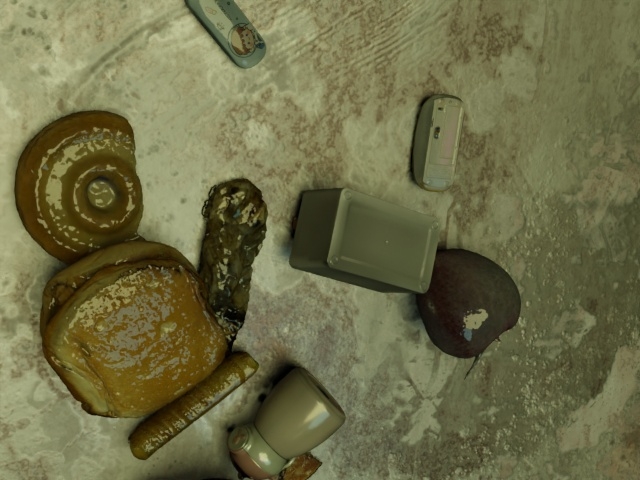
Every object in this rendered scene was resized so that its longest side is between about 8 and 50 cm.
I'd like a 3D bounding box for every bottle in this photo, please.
[{"bbox_3d":[-0.080,0.376,1.663,0.236,0.147,0.147,-42,115,-1],"label":"bottle"}]

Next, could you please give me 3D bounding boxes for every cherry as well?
[{"bbox_3d":[0.305,0.134,1.748,0.213,0.184,0.266,-34,101,-29],"label":"cherry"}]

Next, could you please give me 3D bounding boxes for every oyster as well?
[{"bbox_3d":[-0.163,0.054,1.592,0.129,0.079,0.344,2,98,-33],"label":"oyster"}]

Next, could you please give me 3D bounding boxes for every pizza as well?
[{"bbox_3d":[-0.042,0.472,1.763,0.099,0.029,0.100,4,103,-33],"label":"pizza"}]

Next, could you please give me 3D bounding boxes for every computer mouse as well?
[{"bbox_3d":[0.242,-0.199,1.720,0.102,0.045,0.198,2,101,-23],"label":"computer mouse"}]

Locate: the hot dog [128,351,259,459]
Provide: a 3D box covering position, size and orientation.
[{"bbox_3d":[-0.244,0.309,1.609,0.289,0.083,0.068,-36,94,-13],"label":"hot dog"}]

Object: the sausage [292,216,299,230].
[{"bbox_3d":[0.000,0.000,1.667,0.147,0.035,0.030,38,103,-27],"label":"sausage"}]

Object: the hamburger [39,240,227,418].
[{"bbox_3d":[-0.321,0.155,1.452,0.284,0.174,0.304,-27,134,-12],"label":"hamburger"}]

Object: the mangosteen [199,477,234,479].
[{"bbox_3d":[-0.233,0.583,1.561,0.360,0.306,0.306,24,91,-6],"label":"mangosteen"}]

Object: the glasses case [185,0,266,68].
[{"bbox_3d":[-0.167,-0.385,1.497,0.067,0.045,0.178,-44,115,-8],"label":"glasses case"}]

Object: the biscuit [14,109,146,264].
[{"bbox_3d":[-0.408,-0.077,1.438,0.213,0.091,0.274,-15,110,-22],"label":"biscuit"}]

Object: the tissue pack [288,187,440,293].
[{"bbox_3d":[0.088,0.003,1.621,0.246,0.136,0.159,17,80,-30],"label":"tissue pack"}]
